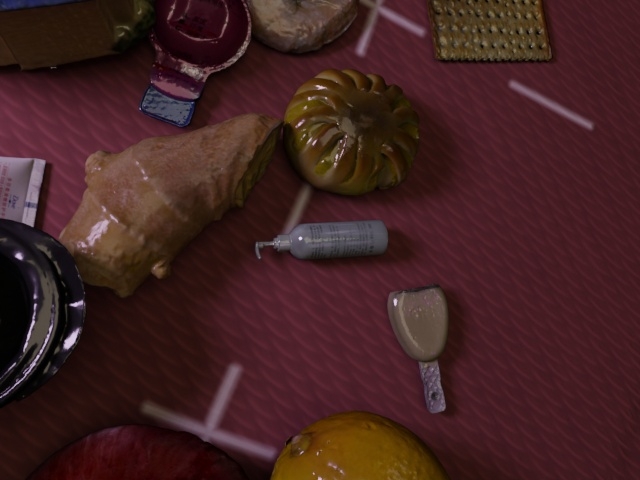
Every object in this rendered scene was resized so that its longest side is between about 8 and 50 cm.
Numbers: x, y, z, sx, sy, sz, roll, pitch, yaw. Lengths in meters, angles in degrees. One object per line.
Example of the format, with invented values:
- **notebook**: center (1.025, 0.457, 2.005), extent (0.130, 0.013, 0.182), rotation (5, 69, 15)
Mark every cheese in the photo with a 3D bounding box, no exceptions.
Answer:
- **cheese**: center (-0.187, -0.284, 0.817), extent (0.155, 0.062, 0.244), rotation (18, 85, -9)
- **cheese**: center (0.159, 0.164, 0.858), extent (0.097, 0.037, 0.192), rotation (-8, 84, -15)

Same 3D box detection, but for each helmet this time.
- **helmet**: center (-0.403, 0.092, 0.652), extent (0.279, 0.160, 0.230), rotation (-14, 81, -13)

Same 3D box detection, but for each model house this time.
- **model house**: center (-0.384, -0.364, 0.653), extent (0.321, 0.266, 0.261), rotation (-10, 87, -8)

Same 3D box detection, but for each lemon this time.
- **lemon**: center (0.059, 0.342, 0.708), extent (0.236, 0.236, 0.263), rotation (-17, 99, -17)

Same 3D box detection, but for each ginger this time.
- **ginger**: center (-0.188, -0.069, 0.758), extent (0.354, 0.126, 0.189), rotation (-32, 81, -20)

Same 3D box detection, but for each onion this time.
- **onion**: center (-0.214, 0.375, 0.602), extent (0.348, 0.285, 0.347), rotation (-1, 71, 2)

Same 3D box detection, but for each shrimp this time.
- **shrimp**: center (0.013, -0.414, 0.889), extent (0.317, 0.077, 0.168), rotation (-39, 103, -12)

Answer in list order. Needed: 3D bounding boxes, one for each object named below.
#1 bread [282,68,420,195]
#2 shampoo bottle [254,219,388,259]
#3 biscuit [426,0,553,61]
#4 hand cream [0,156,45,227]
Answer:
- **bread**: center (0.051, -0.167, 0.844), extent (0.214, 0.105, 0.213), rotation (3, 79, -13)
- **shampoo bottle**: center (0.000, 0.000, 0.829), extent (0.195, 0.056, 0.056), rotation (-2, 83, -15)
- **biscuit**: center (0.294, -0.376, 0.981), extent (0.232, 0.016, 0.139), rotation (-6, 84, -16)
- **hand cream**: center (-0.487, -0.066, 0.706), extent (0.248, 0.083, 0.133), rotation (12, 80, -24)
